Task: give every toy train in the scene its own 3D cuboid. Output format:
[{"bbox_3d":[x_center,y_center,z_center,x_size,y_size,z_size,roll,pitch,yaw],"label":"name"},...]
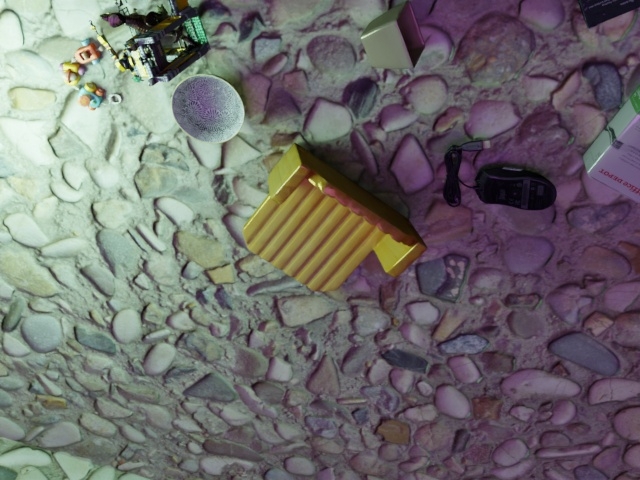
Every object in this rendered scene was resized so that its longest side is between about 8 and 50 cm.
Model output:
[{"bbox_3d":[-0.536,-0.372,1.819,0.125,0.046,0.166,-11,122,16],"label":"toy train"}]

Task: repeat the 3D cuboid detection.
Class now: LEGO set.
[{"bbox_3d":[-0.390,-0.457,1.615,0.254,0.192,0.331,11,130,24],"label":"LEGO set"}]

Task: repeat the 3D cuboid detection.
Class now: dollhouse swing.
[{"bbox_3d":[0.000,0.000,1.864,0.346,0.315,0.305,34,103,-15],"label":"dollhouse swing"}]

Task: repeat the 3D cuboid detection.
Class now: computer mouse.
[{"bbox_3d":[0.411,-0.160,1.820,0.262,0.060,0.184,3,130,20],"label":"computer mouse"}]

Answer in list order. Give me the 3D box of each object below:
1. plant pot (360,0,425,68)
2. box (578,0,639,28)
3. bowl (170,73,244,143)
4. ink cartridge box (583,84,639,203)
[{"bbox_3d":[0.147,-0.421,1.653,0.096,0.109,0.109,-8,124,29],"label":"plant pot"},{"bbox_3d":[0.564,-0.521,1.520,0.156,0.093,0.158,-19,119,20],"label":"box"},{"bbox_3d":[-0.248,-0.314,1.795,0.170,0.080,0.170,4,126,5],"label":"bowl"},{"bbox_3d":[0.703,-0.210,1.715,0.160,0.093,0.219,26,125,-9],"label":"ink cartridge box"}]
